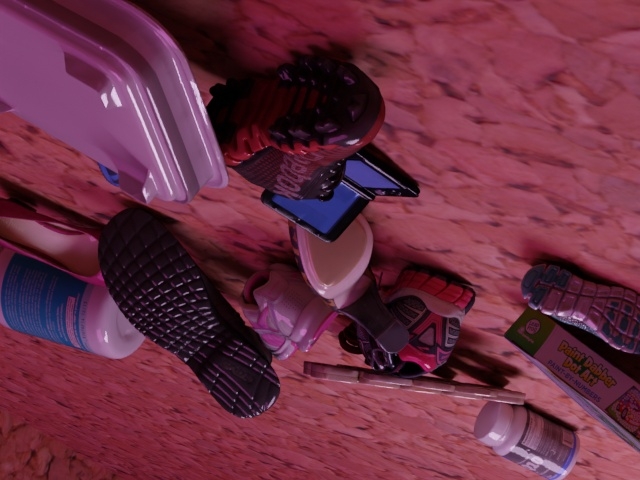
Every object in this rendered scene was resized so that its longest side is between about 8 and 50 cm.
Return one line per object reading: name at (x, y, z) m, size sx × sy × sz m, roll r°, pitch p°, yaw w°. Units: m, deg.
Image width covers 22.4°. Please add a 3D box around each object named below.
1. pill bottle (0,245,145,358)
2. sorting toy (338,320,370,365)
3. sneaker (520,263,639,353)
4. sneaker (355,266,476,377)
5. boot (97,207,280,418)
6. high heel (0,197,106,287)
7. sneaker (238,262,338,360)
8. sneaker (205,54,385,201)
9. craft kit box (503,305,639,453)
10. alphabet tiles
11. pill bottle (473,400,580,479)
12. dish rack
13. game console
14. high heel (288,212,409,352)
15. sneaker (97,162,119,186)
pill bottle at (-0.383, 0.075, 2.366) m, size 0.264 × 0.146 × 0.146 m, roll 13°, pitch 160°, yaw 24°
sorting toy at (0.075, 0.137, 2.185) m, size 0.102 × 0.061 × 0.042 m, roll 15°, pitch 120°, yaw -2°
sneaker at (0.288, 0.070, 1.735) m, size 0.166 × 0.065 × 0.076 m, roll 27°, pitch 178°, yaw -6°
sneaker at (0.096, 0.119, 1.992) m, size 0.121 × 0.112 × 0.299 m, roll 22°, pitch 163°, yaw -2°
boot at (-0.185, 0.087, 2.197) m, size 0.338 × 0.118 × 0.223 m, roll 56°, pitch -179°, yaw -14°
high heel at (-0.356, 0.009, 2.205) m, size 0.244 × 0.082 × 0.117 m, roll 31°, pitch -165°, yaw 5°
sneaker at (-0.049, 0.081, 2.089) m, size 0.111 × 0.103 × 0.252 m, roll 41°, pitch 164°, yaw -4°
sneaker at (-0.007, -0.099, 1.504) m, size 0.135 × 0.097 × 0.276 m, roll 32°, pitch 162°, yaw -27°
craft kit box at (0.358, 0.201, 1.867) m, size 0.250 × 0.061 × 0.246 m, roll 40°, pitch -178°, yaw -45°
alphabet tiles at (0.123, 0.191, 2.158) m, size 0.284 × 0.021 × 0.278 m, roll 8°, pitch 178°, yaw -10°
pill bottle at (0.290, 0.279, 2.282) m, size 0.137 × 0.078 × 0.078 m, roll 27°, pitch 161°, yaw -16°
dish rack at (-0.251, -0.160, 1.508) m, size 0.333 × 0.072 × 0.285 m, roll 30°, pitch 160°, yaw 23°
game console at (0.022, -0.047, 1.650) m, size 0.107 × 0.071 × 0.122 m, roll 5°, pitch 161°, yaw 43°
high heel at (0.000, 0.000, 1.849) m, size 0.261 × 0.093 × 0.186 m, roll 60°, pitch 173°, yaw -32°
sneaker at (-0.199, -0.103, 1.764) m, size 0.082 × 0.069 × 0.209 m, roll 12°, pitch 160°, yaw 17°
